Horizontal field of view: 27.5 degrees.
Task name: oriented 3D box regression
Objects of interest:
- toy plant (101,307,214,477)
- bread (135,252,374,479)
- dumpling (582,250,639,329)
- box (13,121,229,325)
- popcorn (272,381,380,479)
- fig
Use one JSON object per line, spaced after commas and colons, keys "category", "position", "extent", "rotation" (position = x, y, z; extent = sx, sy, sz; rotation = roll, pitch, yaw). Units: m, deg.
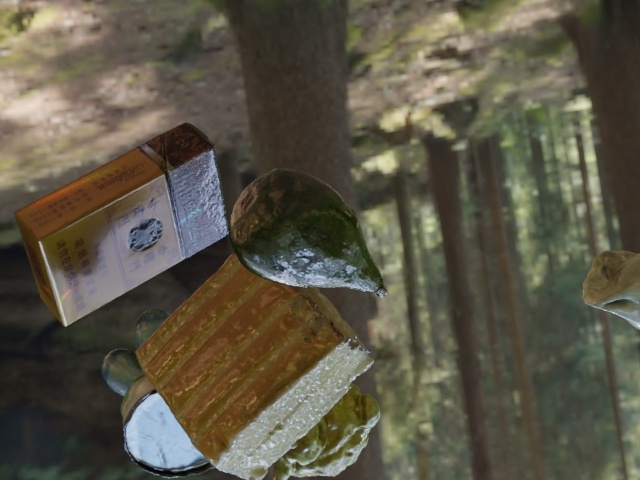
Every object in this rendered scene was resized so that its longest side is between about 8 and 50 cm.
{"category": "toy plant", "position": [-0.288, 0.259, 2.499], "extent": [0.247, 0.247, 0.332], "rotation": [-6, -143, -14]}
{"category": "bread", "position": [-0.080, 0.147, 1.663], "extent": [0.246, 0.239, 0.111], "rotation": [-46, 138, 4]}
{"category": "dumpling", "position": [0.468, 0.055, 1.793], "extent": [0.229, 0.124, 0.151], "rotation": [3, -149, -4]}
{"category": "box", "position": [-0.391, -0.038, 2.657], "extent": [0.415, 0.116, 0.264], "rotation": [-29, 139, -23]}
{"category": "popcorn", "position": [-0.024, 0.362, 2.583], "extent": [0.250, 0.242, 0.235], "rotation": [25, -165, -3]}
{"category": "fig", "position": [0.000, 0.000, 1.273], "extent": [0.177, 0.117, 0.117], "rotation": [24, 164, -16]}
